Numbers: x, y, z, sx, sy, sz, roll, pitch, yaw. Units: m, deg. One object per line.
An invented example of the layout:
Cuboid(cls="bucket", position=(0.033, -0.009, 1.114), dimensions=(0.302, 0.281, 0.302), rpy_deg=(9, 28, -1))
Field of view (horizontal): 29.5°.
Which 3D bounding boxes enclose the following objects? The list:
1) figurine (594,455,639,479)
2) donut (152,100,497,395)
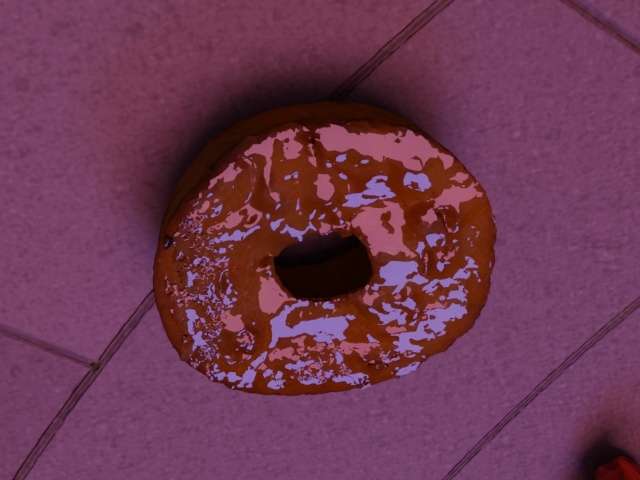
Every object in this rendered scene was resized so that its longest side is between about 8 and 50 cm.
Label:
Cuboid(cls="figurine", position=(0.368, 0.303, 1.275), dimensions=(0.257, 0.180, 0.208), rpy_deg=(-25, 167, 7))
Cuboid(cls="donut", position=(-0.003, 0.000, 0.992), dimensions=(0.278, 0.108, 0.277), rpy_deg=(-6, 126, -8))
